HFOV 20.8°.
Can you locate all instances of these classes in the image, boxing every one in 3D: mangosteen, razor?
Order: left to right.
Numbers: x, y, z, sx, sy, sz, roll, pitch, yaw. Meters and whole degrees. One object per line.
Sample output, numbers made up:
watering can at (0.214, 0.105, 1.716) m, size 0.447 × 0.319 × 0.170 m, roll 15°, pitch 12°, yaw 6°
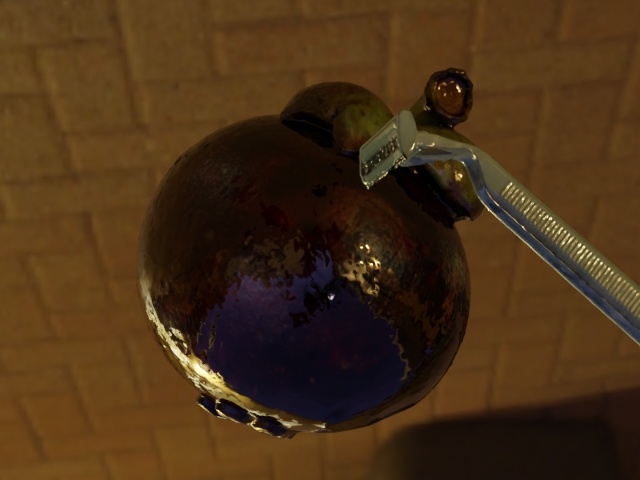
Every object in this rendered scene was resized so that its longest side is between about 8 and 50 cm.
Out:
mangosteen at (0.000, 0.000, 1.553) m, size 0.306 × 0.359 × 0.306 m, roll 23°, pitch 171°, yaw 4°
razor at (0.157, -0.002, 1.250) m, size 0.278 × 0.056 × 0.111 m, roll 34°, pitch 165°, yaw -5°
